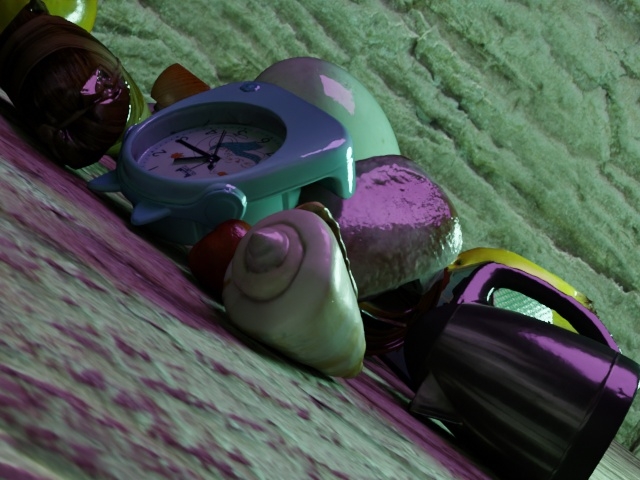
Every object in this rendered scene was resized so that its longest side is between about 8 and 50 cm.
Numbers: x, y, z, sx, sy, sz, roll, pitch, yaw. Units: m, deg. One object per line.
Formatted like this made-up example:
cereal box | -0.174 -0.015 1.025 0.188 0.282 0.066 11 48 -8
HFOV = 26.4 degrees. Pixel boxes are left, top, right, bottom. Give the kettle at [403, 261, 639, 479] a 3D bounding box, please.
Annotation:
kettle | 0.234 0.156 1.649 0.271 0.251 0.207 29 -5 9

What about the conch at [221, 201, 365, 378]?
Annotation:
conch | -0.027 0.062 1.358 0.255 0.127 0.158 72 4 -47

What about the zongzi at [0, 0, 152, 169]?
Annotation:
zongzi | -0.256 -0.137 1.665 0.288 0.134 0.286 43 5 -36

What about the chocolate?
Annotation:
chocolate | 0.025 -0.020 1.603 0.185 0.303 0.100 52 -33 32

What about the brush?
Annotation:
brush | -0.169 -0.130 2.023 0.266 0.166 0.174 34 2 -41

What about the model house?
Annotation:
model house | 0.222 0.143 1.882 0.178 0.206 0.271 34 3 -26

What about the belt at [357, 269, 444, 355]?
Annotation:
belt | 0.063 0.046 1.770 0.105 0.184 0.261 38 7 34

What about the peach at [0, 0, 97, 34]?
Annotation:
peach | -0.423 -0.339 1.901 0.231 0.231 0.231 36 3 -2

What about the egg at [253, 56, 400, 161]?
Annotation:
egg | -0.003 -0.115 2.254 0.276 0.276 0.389 -136 -156 -67

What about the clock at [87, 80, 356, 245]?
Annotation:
clock | -0.117 -0.080 1.536 0.223 0.274 0.094 36 -37 46

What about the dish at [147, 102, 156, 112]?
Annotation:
dish | -0.204 -0.156 2.417 0.324 0.124 0.324 36 3 -3

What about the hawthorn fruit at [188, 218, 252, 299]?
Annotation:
hawthorn fruit | -0.087 0.028 1.415 0.093 0.081 0.081 51 2 -4

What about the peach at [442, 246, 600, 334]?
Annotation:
peach | 0.324 0.171 2.347 0.306 0.242 0.380 15 20 -8
